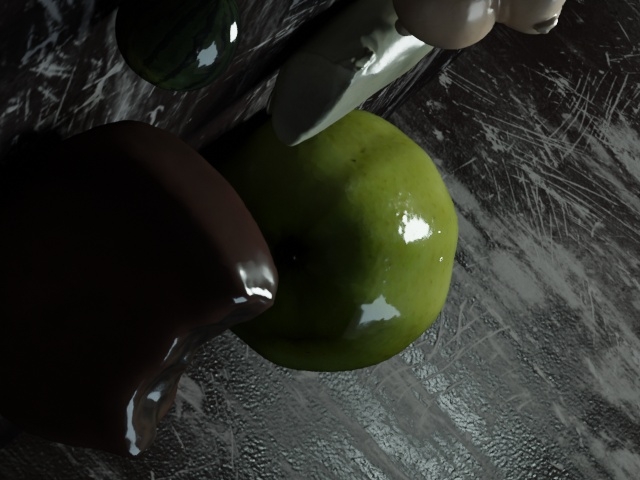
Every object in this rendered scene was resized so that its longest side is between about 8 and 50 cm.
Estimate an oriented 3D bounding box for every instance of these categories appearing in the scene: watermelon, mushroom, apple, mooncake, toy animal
[{"bbox_3d":[-0.110,-0.185,1.016,0.133,0.105,0.105,-42,178,32],"label":"watermelon"},{"bbox_3d":[0.086,-0.298,1.788,0.407,0.137,0.154,-44,162,-29],"label":"mushroom"},{"bbox_3d":[0.000,0.000,2.034,0.473,0.473,0.473,-42,177,-2],"label":"apple"},{"bbox_3d":[-0.200,0.044,1.231,0.174,0.333,0.326,-40,136,-69],"label":"mooncake"},{"bbox_3d":[0.220,-0.345,1.619,0.229,0.221,0.210,-57,170,-15],"label":"toy animal"}]
